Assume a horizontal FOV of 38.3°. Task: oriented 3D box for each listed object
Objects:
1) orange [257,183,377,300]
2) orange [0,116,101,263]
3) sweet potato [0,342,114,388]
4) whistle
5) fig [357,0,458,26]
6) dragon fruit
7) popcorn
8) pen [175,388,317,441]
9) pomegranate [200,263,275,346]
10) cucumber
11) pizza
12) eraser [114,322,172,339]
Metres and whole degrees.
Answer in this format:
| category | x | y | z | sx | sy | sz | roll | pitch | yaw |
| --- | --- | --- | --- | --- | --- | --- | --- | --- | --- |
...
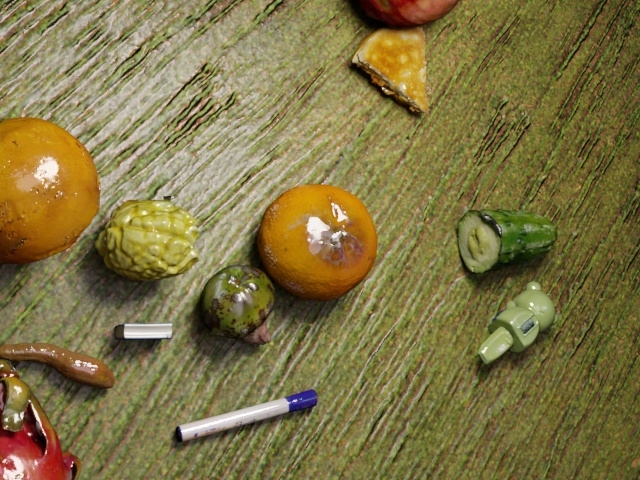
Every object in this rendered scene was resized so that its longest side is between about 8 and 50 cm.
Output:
| category | x | y | z | sx | sy | sz | roll | pitch | yaw |
| --- | --- | --- | --- | --- | --- | --- | --- | --- | --- |
| orange | 0.000 | 0.000 | 1.668 | 0.224 | 0.170 | 0.224 | 2 | 85 | -25 |
| orange | -0.461 | -0.075 | 1.426 | 0.240 | 0.240 | 0.240 | 3 | 82 | -25 |
| sweet potato | -0.437 | 0.198 | 1.509 | 0.214 | 0.050 | 0.050 | 20 | 76 | -18 |
| whistle | 0.401 | 0.176 | 1.882 | 0.227 | 0.085 | 0.105 | -37 | 99 | -25 |
| fig | 0.176 | -0.522 | 1.795 | 0.263 | 0.224 | 0.224 | -26 | 95 | -42 |
| dragon fruit | -0.488 | 0.351 | 1.367 | 0.243 | 0.227 | 0.307 | -35 | 96 | -29 |
| popcorn | -0.281 | -0.005 | 1.550 | 0.173 | 0.173 | 0.142 | -21 | 101 | -26 |
| pen | -0.129 | 0.311 | 1.645 | 0.269 | 0.033 | 0.033 | -10 | 88 | -26 |
| pomegranate | -0.131 | 0.121 | 1.617 | 0.163 | 0.125 | 0.138 | 47 | 55 | -14 |
| cucumber | 0.405 | -0.005 | 1.893 | 0.244 | 0.134 | 0.134 | -5 | 86 | -35 |
| pizza | 0.152 | -0.333 | 1.842 | 0.201 | 0.053 | 0.193 | -22 | 92 | -37 |
| eraser | -0.300 | 0.155 | 1.566 | 0.085 | 0.063 | 0.027 | 2 | 81 | -26 |
